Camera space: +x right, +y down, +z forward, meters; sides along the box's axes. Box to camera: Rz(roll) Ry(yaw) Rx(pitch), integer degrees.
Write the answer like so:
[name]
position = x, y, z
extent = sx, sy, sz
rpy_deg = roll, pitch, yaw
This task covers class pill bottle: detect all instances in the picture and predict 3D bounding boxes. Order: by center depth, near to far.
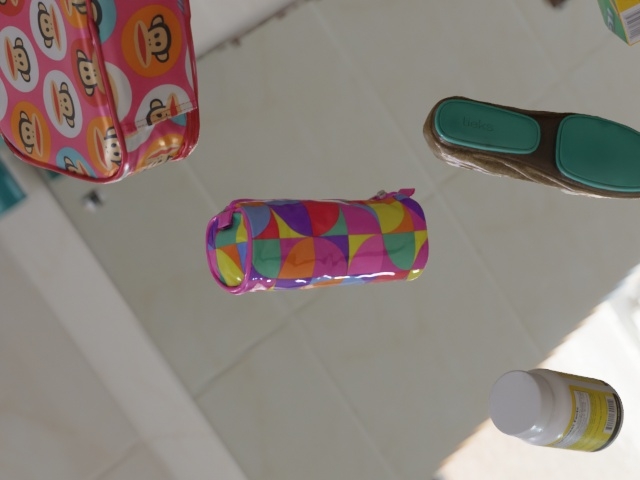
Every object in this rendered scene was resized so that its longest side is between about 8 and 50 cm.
[pill bottle]
position = 0.357, 0.257, 2.381
extent = 0.119, 0.119, 0.208
rpy_deg = -24, 153, 39

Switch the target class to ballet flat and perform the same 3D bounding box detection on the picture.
[ballet flat]
position = 0.306, -0.115, 2.150
extent = 0.124, 0.342, 0.116
rpy_deg = 100, -1, -71

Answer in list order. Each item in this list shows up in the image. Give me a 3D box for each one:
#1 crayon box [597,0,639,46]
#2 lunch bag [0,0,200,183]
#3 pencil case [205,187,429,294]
[crayon box]
position = 0.437, -0.423, 2.118
extent = 0.165, 0.278, 0.081
rpy_deg = -28, -146, -2
[lunch bag]
position = -0.236, -0.207, 1.427
extent = 0.120, 0.293, 0.258
rpy_deg = -23, -154, -40
[pencil case]
position = 0.000, 0.000, 1.614
extent = 0.236, 0.104, 0.104
rpy_deg = -5, 173, -35
